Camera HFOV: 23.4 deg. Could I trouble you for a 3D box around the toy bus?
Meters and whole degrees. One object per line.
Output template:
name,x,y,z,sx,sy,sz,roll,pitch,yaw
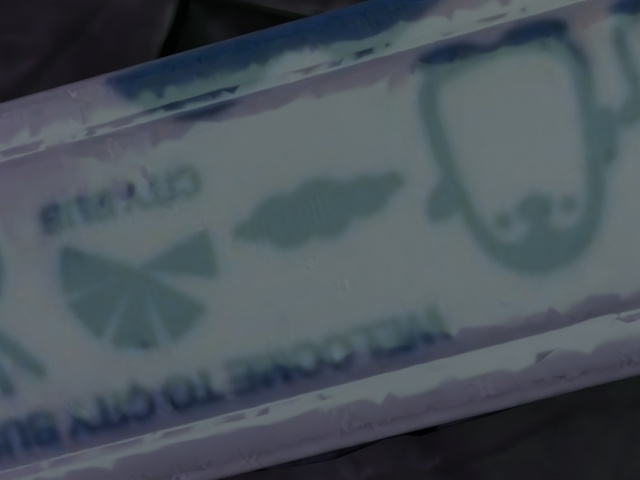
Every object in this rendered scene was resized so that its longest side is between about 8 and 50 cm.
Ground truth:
toy bus,0.000,0.000,0.367,0.297,0.131,0.106,-15,89,6
